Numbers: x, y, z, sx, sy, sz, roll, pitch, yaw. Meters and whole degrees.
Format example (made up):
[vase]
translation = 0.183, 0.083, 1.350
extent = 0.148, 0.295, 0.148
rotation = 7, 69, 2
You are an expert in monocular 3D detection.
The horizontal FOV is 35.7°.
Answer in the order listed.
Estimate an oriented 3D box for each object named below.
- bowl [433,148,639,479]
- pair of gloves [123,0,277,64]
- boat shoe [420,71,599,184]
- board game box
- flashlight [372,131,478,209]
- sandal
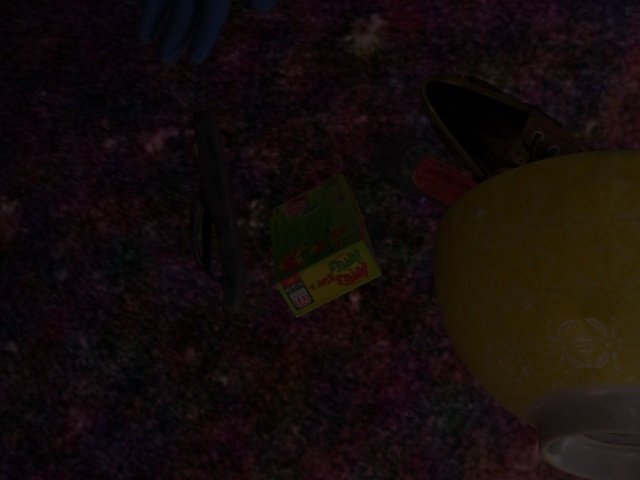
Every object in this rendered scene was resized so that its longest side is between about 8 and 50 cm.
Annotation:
[bowl]
translation = 0.216, 0.079, 0.695
extent = 0.289, 0.289, 0.156
rotation = 36, 52, -39
[pair of gloves]
translation = -0.095, -0.189, 0.531
extent = 0.023, 0.198, 0.159
rotation = -20, 136, -62
[boat shoe]
translation = 0.206, -0.067, 0.972
extent = 0.104, 0.307, 0.111
rotation = 24, 103, -49
[board game box]
translation = 0.000, 0.000, 1.000
extent = 0.092, 0.181, 0.043
rotation = -28, 113, 7
[flashlight]
translation = 0.193, -0.078, 1.398
extent = 0.103, 0.304, 0.103
rotation = 1, 113, -40
[sandal]
translation = -0.133, -0.031, 1.211
extent = 0.054, 0.097, 0.254
rotation = -11, 78, 0
